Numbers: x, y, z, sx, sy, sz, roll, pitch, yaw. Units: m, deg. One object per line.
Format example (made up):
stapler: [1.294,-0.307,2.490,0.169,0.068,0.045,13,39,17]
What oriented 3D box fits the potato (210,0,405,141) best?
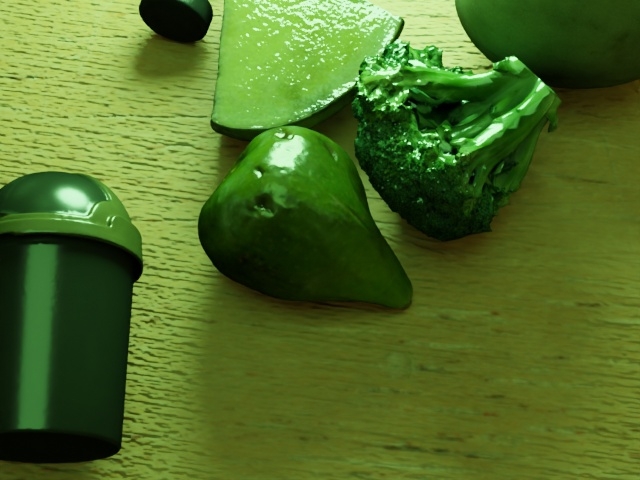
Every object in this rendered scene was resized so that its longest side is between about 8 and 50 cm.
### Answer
potato: [-0.067,-0.225,1.601,0.269,0.112,0.255,28,70,12]

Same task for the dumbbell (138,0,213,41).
dumbbell: [-0.173,-0.371,1.682,0.100,0.100,0.191,14,65,9]

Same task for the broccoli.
broccoli: [0.158,-0.133,1.468,0.245,0.265,0.294,-33,24,14]

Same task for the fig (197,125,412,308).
fig: [0.000,0.000,1.467,0.275,0.206,0.206,38,69,-6]

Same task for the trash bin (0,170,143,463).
trash bin: [-0.312,0.075,1.408,0.214,0.214,0.333,0,69,2]

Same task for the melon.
melon: [0.314,-0.315,1.550,0.308,0.272,0.271,6,63,20]
